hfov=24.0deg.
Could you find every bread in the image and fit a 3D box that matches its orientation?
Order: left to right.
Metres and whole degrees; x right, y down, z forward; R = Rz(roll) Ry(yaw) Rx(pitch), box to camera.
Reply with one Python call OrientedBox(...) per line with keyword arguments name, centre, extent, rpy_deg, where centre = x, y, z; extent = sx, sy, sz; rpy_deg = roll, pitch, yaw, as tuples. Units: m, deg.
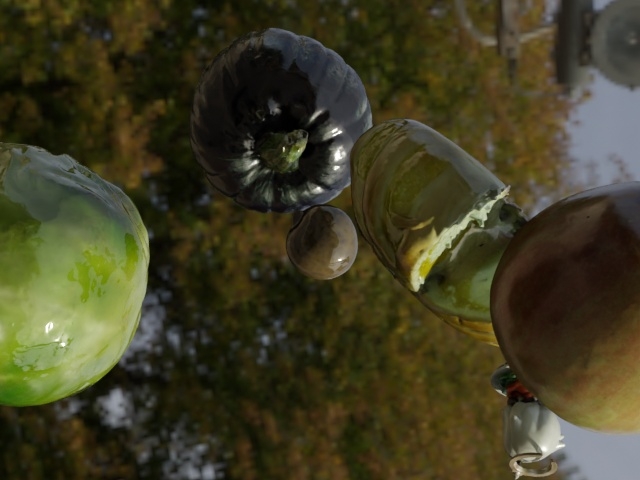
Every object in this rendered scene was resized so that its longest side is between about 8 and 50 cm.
OrientedBox(name="bread", centre=(0.155, 0.001, 1.745), extent=(0.333, 0.160, 0.333), rpy_deg=(43, 0, 0))

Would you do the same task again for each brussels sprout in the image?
OrientedBox(name="brussels sprout", centre=(-0.324, 0.019, 1.597), extent=(0.268, 0.344, 0.344), rpy_deg=(-42, -125, 24))

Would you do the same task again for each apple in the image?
OrientedBox(name="apple", centre=(0.298, 0.056, 1.458), extent=(0.257, 0.257, 0.234), rpy_deg=(65, -30, 29))

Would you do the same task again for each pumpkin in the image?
OrientedBox(name="pumpkin", centre=(-0.064, -0.163, 2.335), extent=(0.296, 0.296, 0.295), rpy_deg=(28, -58, 58))

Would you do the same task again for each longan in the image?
OrientedBox(name="longan", centre=(0.000, 0.000, 2.124), extent=(0.113, 0.092, 0.113), rpy_deg=(7, -70, 21))

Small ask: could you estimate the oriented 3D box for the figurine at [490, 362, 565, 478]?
OrientedBox(name="figurine", centre=(0.303, 0.260, 2.143), extent=(0.132, 0.132, 0.153), rpy_deg=(129, -27, -55))
